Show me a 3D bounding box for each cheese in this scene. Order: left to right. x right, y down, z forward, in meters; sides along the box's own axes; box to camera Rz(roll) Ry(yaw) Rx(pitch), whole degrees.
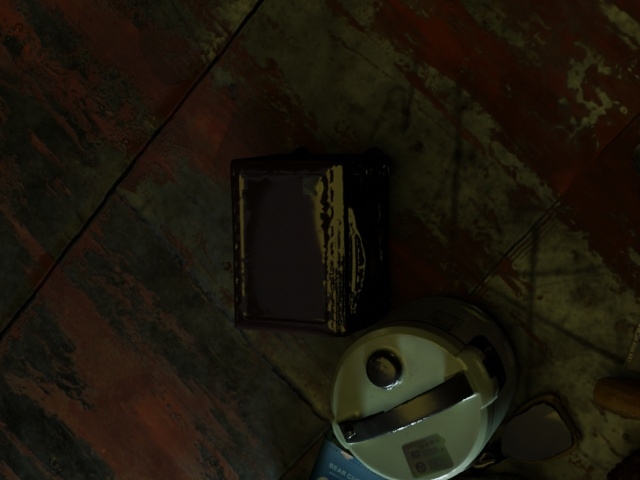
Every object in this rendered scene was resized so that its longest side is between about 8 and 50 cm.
[{"bbox_3d":[0.268,0.277,1.611,0.162,0.036,0.086,-33,87,25],"label":"cheese"}]

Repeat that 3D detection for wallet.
[{"bbox_3d":[0.035,0.394,1.720,0.141,0.059,0.202,26,106,25],"label":"wallet"}]

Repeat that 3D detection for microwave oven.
[{"bbox_3d":[-0.002,0.000,1.608,0.188,0.178,0.247,1,98,22],"label":"microwave oven"}]

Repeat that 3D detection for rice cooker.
[{"bbox_3d":[0.139,0.194,1.540,0.226,0.244,0.226,4,99,22],"label":"rice cooker"}]

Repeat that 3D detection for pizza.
[{"bbox_3d":[0.464,0.225,1.472,0.246,0.127,0.058,14,97,5],"label":"pizza"}]

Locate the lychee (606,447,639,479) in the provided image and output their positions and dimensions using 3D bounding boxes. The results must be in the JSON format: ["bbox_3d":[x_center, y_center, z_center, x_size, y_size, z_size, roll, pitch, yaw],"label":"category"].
[{"bbox_3d":[0.434,0.347,1.475,0.188,0.188,0.188,4,100,23],"label":"lychee"}]

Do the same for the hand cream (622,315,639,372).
[{"bbox_3d":[0.482,0.158,1.494,0.186,0.054,0.087,23,111,26],"label":"hand cream"}]

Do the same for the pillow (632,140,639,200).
[{"bbox_3d":[0.518,-0.019,1.424,0.335,0.092,0.161,38,105,15],"label":"pillow"}]

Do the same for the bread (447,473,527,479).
[{"bbox_3d":[0.204,0.423,1.621,0.210,0.110,0.192,-7,94,25],"label":"bread"}]
